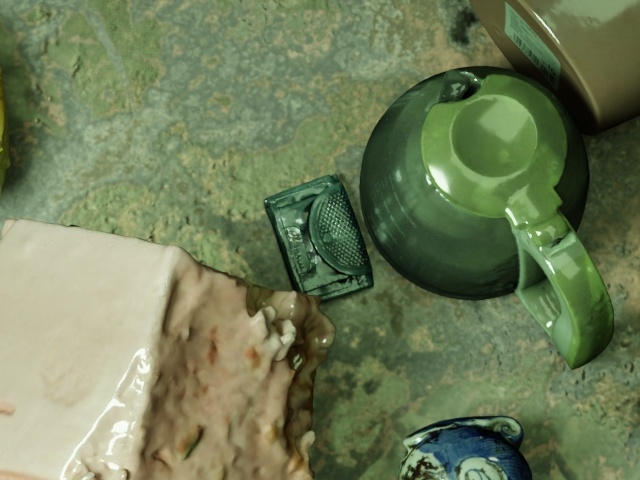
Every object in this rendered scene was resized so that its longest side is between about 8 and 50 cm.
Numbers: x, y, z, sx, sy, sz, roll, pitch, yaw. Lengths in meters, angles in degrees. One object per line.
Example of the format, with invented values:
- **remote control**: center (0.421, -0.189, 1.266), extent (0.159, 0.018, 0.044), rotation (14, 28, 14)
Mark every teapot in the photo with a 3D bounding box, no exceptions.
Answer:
- **teapot**: center (0.165, -0.031, 1.838), extent (0.239, 0.239, 0.321), rotation (-3, 80, -2)

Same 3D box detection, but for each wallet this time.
- **wallet**: center (0.000, 0.000, 1.931), extent (0.088, 0.026, 0.129), rotation (-18, 80, -6)

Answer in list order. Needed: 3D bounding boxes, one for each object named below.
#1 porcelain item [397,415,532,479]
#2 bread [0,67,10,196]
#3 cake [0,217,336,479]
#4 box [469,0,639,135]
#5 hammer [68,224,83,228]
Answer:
- **porcelain item**: center (0.180, 0.316, 1.824), extent (0.186, 0.138, 0.288), rotation (-10, 80, -14)
- **bread**: center (-0.391, -0.130, 1.861), extent (0.140, 0.106, 0.236), rotation (-7, 53, -12)
- **cake**: center (-0.169, 0.157, 1.710), extent (0.293, 0.307, 0.314), rotation (5, 70, 40)
- **box**: center (0.294, -0.259, 1.874), extent (0.216, 0.301, 0.301), rotation (-39, 83, -1)
- **hammer**: center (-0.416, 0.019, 1.890), extent (0.409, 0.095, 0.242), rotation (34, 79, 10)
